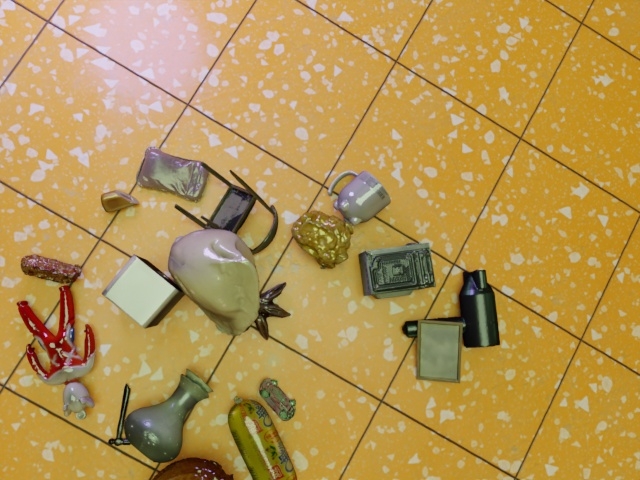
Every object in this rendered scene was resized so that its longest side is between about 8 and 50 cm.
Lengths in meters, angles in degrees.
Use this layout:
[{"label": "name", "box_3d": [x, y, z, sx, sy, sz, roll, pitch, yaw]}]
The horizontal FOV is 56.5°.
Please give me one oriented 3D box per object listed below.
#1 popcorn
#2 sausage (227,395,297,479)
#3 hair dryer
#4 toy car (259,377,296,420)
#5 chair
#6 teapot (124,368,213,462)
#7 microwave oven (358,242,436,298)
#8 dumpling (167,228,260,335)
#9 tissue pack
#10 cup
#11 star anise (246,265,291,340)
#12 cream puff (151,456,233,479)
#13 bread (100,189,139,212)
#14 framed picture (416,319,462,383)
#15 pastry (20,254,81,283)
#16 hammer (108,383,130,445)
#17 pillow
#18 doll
[{"label": "popcorn", "box_3d": [0.014, -0.013, 1.829, 0.163, 0.140, 0.194, -39, 87, 7]}, {"label": "sausage", "box_3d": [-0.170, 0.611, 1.742, 0.123, 0.123, 0.347, -25, 88, -10]}, {"label": "hair dryer", "box_3d": [0.405, 0.222, 1.888, 0.303, 0.116, 0.244, -5, 82, -2]}, {"label": "toy car", "box_3d": [-0.133, 0.480, 1.795, 0.055, 0.069, 0.142, -41, 90, 29]}, {"label": "chair", "box_3d": [-0.271, -0.088, 1.801, 0.272, 0.166, 0.188, 40, 76, -44]}, {"label": "teapot", "box_3d": [-0.426, 0.497, 1.703, 0.183, 0.183, 0.251, 42, 68, -2]}, {"label": "microwave oven", "box_3d": [0.238, 0.094, 1.861, 0.208, 0.122, 0.162, -7, 83, -9]}, {"label": "dumpling", "box_3d": [-0.306, 0.123, 1.670, 0.233, 0.395, 0.315, -21, 116, -41]}, {"label": "tissue pack", "box_3d": [-0.493, 0.148, 1.689, 0.159, 0.246, 0.136, 40, 80, -3]}, {"label": "cup", "box_3d": [0.110, -0.138, 1.866, 0.142, 0.134, 0.173, -40, 91, -9]}, {"label": "star anise", "box_3d": [-0.204, 0.186, 1.809, 0.236, 0.093, 0.229, 6, 88, -3]}, {"label": "cream puff", "box_3d": [-0.356, 0.755, 1.655, 0.303, 0.212, 0.303, -2, 75, 9]}, {"label": "bread", "box_3d": [-0.609, -0.125, 1.802, 0.103, 0.049, 0.062, -19, 114, -11]}, {"label": "framed picture", "box_3d": [0.369, 0.345, 1.850, 0.136, 0.010, 0.200, 2, 104, 13]}, {"label": "pastry", "box_3d": [-0.785, 0.089, 1.740, 0.170, 0.087, 0.063, 17, 115, -5]}, {"label": "hammer", "box_3d": [-0.576, 0.512, 1.750, 0.065, 0.021, 0.178, 8, 80, -7]}, {"label": "pillow", "box_3d": [-0.454, -0.204, 1.845, 0.211, 0.034, 0.135, 18, 78, -7]}, {"label": "doll", "box_3d": [-0.741, 0.329, 1.715, 0.188, 0.099, 0.383, -18, 80, -9]}]
